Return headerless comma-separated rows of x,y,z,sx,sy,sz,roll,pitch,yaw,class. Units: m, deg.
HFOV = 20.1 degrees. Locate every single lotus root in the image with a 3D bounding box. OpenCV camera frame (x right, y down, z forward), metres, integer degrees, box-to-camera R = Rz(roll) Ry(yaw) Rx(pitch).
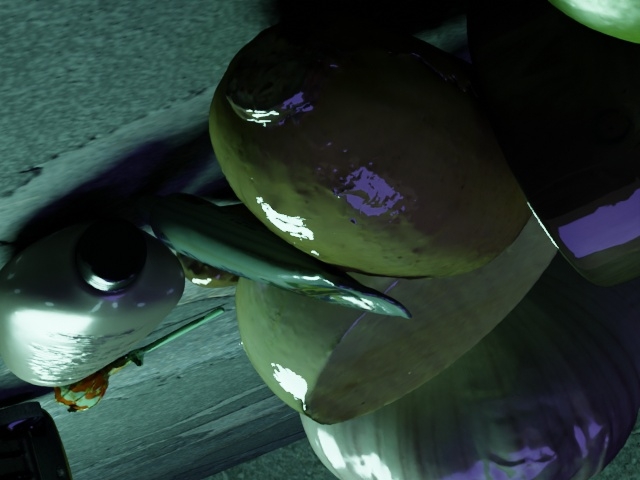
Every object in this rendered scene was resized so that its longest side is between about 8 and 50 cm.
0.035,-0.044,0.971,0.130,0.146,0.303,-64,156,7,lotus root

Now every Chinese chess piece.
0.057,0.018,1.264,0.251,0.097,0.251,-32,156,-16,Chinese chess piece

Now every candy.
-0.170,0.107,1.699,0.185,0.049,0.055,-28,-161,8,candy

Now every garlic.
0.130,0.108,1.549,0.317,0.259,0.317,-22,-149,14,garlic

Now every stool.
0.232,-0.105,0.928,0.264,0.179,0.179,-24,169,22,stool

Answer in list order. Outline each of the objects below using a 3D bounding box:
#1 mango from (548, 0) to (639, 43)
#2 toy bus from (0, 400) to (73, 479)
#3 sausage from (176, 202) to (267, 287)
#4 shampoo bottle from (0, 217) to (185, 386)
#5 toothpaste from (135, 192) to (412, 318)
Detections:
0.209,-0.153,0.739,0.175,0.143,0.293,26,151,-37,mango
-0.380,0.244,1.706,0.151,0.145,0.331,-25,166,29,toy bus
-0.001,-0.001,1.346,0.066,0.065,0.301,-26,166,32,sausage
-0.161,0.040,1.218,0.127,0.078,0.257,1,165,-18,shampoo bottle
-0.042,0.005,1.069,0.067,0.037,0.255,26,176,-37,toothpaste
